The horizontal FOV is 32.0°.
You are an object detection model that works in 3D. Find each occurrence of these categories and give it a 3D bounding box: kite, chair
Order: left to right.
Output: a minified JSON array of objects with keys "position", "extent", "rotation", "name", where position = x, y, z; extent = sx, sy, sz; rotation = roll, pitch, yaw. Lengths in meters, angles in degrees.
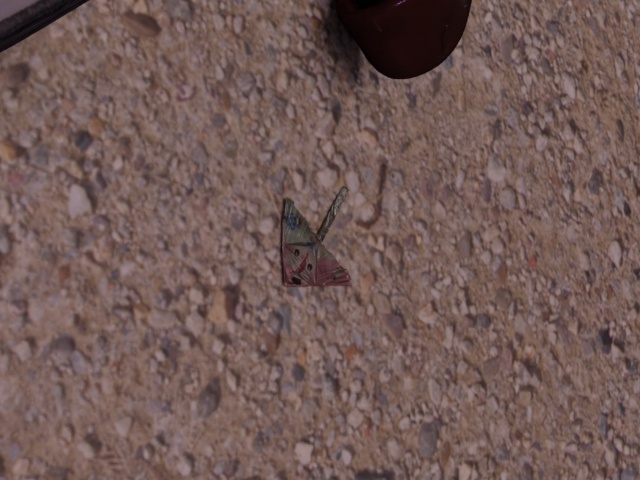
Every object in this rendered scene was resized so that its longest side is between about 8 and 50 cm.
[{"position":[0.000,0.000,1.276],"extent":[0.137,0.005,0.152],"rotation":[54,55,-24],"name":"kite"},{"position":[0.032,-0.389,1.216],"extent":[0.401,0.227,0.226],"rotation":[47,58,-27],"name":"chair"}]

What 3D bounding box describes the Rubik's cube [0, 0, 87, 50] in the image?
[{"position":[-0.343,-0.237,0.864],"extent":[0.255,0.260,0.259],"rotation":[-42,113,-34],"name":"Rubik's cube"}]
